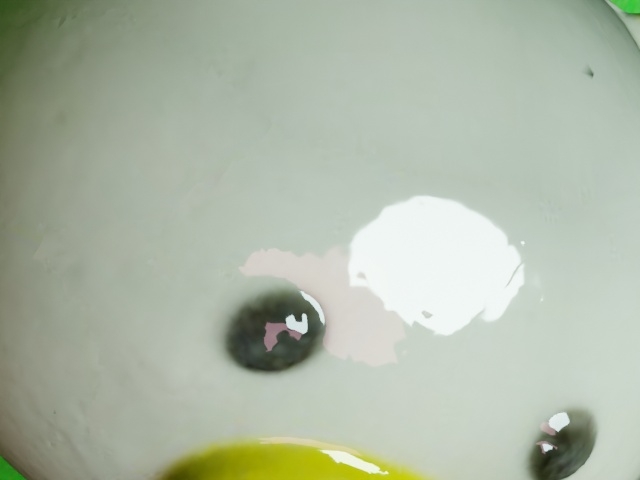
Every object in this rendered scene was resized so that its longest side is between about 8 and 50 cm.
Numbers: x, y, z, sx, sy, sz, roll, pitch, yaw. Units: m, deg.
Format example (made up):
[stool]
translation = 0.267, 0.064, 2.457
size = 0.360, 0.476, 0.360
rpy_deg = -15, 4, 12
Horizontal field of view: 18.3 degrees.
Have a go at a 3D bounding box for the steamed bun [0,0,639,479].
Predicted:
[steamed bun]
translation = -0.002, -0.004, 0.894
size = 0.374, 0.334, 0.334
rpy_deg = 22, 115, -28
